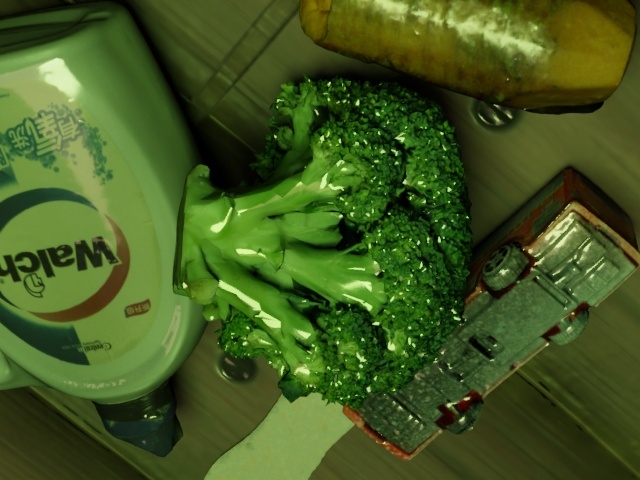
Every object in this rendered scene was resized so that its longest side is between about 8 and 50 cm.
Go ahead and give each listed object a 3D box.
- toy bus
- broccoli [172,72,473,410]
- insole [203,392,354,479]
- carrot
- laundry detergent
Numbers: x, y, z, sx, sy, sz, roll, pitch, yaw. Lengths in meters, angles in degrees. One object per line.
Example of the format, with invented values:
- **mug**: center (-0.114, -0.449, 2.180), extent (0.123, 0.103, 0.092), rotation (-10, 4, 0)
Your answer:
- **toy bus**: center (0.096, 0.044, 0.759), extent (0.065, 0.077, 0.192), rotation (40, 118, -11)
- **broccoli**: center (0.000, 0.000, 0.704), extent (0.156, 0.195, 0.195), rotation (1, 121, -11)
- **insole**: center (-0.032, 0.149, 0.889), extent (0.065, 0.004, 0.197), rotation (31, 121, -4)
- **carrot**: center (0.072, -0.115, 0.676), extent (0.173, 0.082, 0.082), rotation (14, 120, 2)
- **laundry detergent**: center (-0.161, 0.011, 0.790), extent (0.215, 0.105, 0.280), rotation (-8, 118, 17)
